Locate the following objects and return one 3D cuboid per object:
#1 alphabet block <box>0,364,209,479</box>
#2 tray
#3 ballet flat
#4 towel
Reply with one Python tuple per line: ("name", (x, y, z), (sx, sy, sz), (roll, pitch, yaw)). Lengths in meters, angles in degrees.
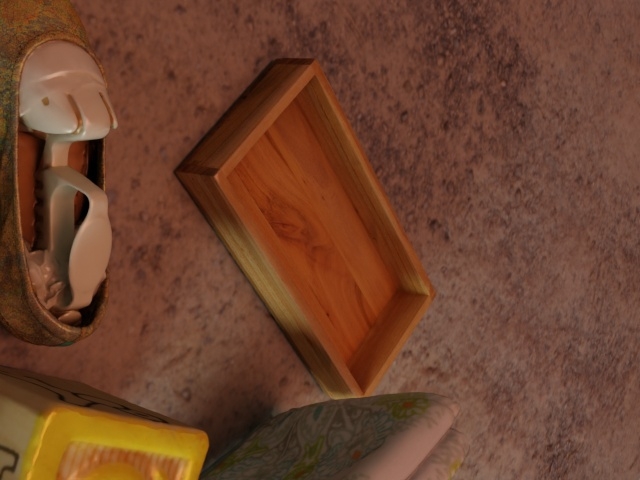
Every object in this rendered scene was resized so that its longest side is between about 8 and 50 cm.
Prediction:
("alphabet block", (-0.251, 0.227, 0.857), (0.192, 0.197, 0.193), (23, 81, -48))
("tray", (0.000, 0.000, 1.191), (0.203, 0.076, 0.411), (-53, 131, -27))
("ballet flat", (-0.237, -0.071, 0.878), (0.123, 0.123, 0.348), (-6, 101, -48))
("towel", (-0.056, 0.291, 0.995), (0.374, 0.320, 0.090), (-38, 103, -38))
